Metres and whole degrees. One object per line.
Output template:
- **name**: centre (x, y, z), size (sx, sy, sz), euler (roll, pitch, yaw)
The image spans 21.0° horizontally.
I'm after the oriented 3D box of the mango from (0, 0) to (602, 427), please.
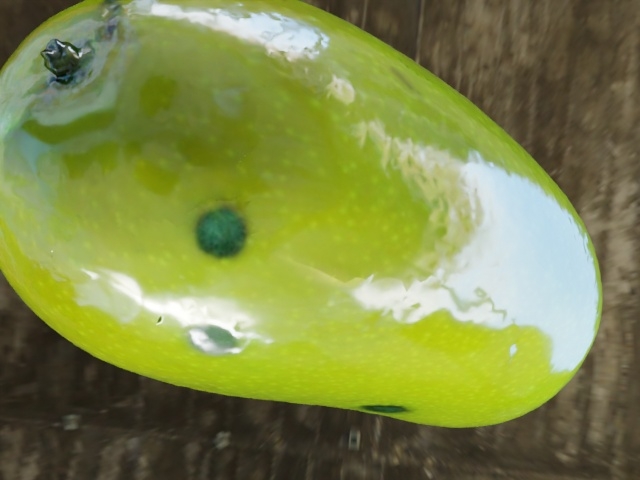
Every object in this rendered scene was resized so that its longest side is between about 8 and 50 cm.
- **mango**: centre (0.000, 0.000, 0.682), size (0.293, 0.175, 0.143), euler (26, -124, -37)
